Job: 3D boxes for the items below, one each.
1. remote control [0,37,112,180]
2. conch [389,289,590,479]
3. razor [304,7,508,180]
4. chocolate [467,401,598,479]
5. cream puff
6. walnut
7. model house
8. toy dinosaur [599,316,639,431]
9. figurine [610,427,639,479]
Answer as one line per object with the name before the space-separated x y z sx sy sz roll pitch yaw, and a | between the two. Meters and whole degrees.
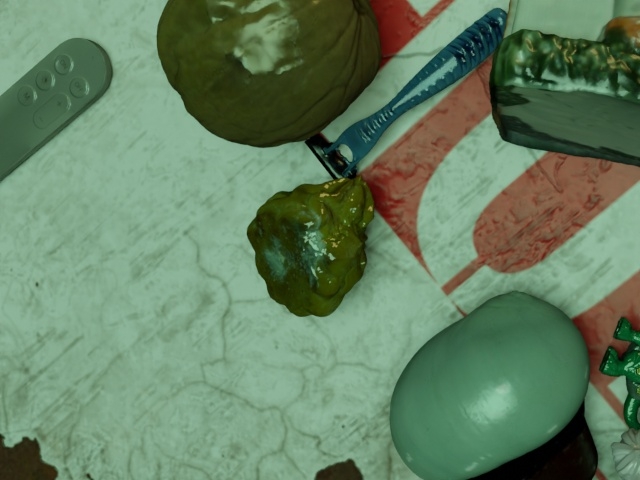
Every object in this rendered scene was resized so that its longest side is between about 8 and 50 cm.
remote control | -0.339 -0.143 1.499 0.245 0.022 0.077 -36 81 16
conch | 0.160 0.142 1.296 0.221 0.185 0.121 -39 119 -1
razor | 0.098 -0.150 1.348 0.253 0.042 0.082 -39 82 16
chocolate | 0.222 0.233 1.302 0.148 0.125 0.080 -31 106 13
cream puff | 0.000 0.000 1.358 0.146 0.116 0.146 33 138 36
walnut | -0.055 -0.203 1.313 0.228 0.228 0.228 1 94 18
model house | 0.265 -0.234 1.191 0.190 0.271 0.301 5 84 12
toy dinosaur | 0.331 0.127 1.287 0.096 0.059 0.132 19 92 10
figurine | 0.303 0.261 1.176 0.240 0.174 0.116 -14 112 51
